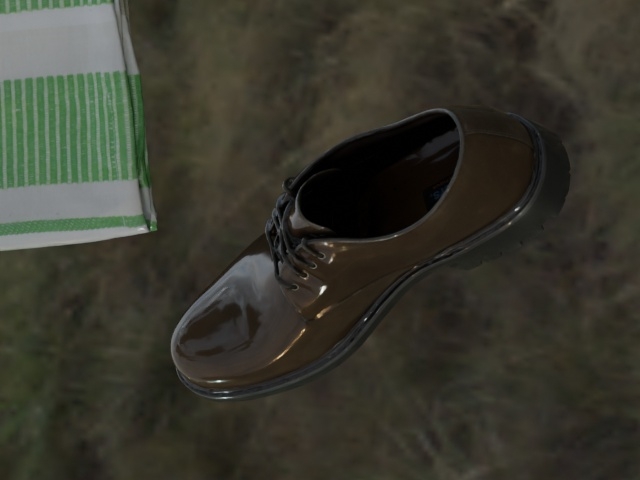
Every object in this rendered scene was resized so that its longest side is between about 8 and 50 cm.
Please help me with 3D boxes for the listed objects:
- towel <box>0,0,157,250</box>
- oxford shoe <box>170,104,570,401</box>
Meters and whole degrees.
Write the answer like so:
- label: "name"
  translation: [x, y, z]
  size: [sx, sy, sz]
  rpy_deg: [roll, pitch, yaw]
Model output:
- label: "towel"
  translation: [-0.253, -0.151, 1.390]
  size: [0.038, 0.248, 0.324]
  rpy_deg: [-56, -41, -83]
- label: "oxford shoe"
  translation: [0.000, 0.000, 0.917]
  size: [0.227, 0.096, 0.082]
  rpy_deg: [-38, 56, 26]
